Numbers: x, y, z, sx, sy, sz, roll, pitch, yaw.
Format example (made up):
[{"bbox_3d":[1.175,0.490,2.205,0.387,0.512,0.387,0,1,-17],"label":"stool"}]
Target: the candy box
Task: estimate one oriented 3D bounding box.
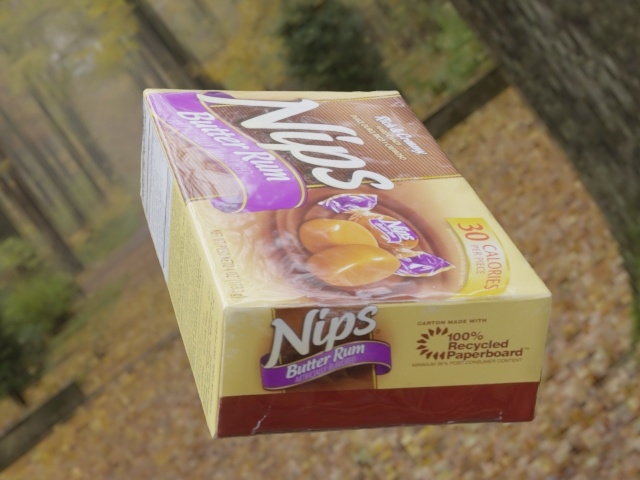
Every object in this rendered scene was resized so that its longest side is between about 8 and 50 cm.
[{"bbox_3d":[0.000,0.000,0.584,0.109,0.053,0.187,-1,27,-13],"label":"candy box"}]
